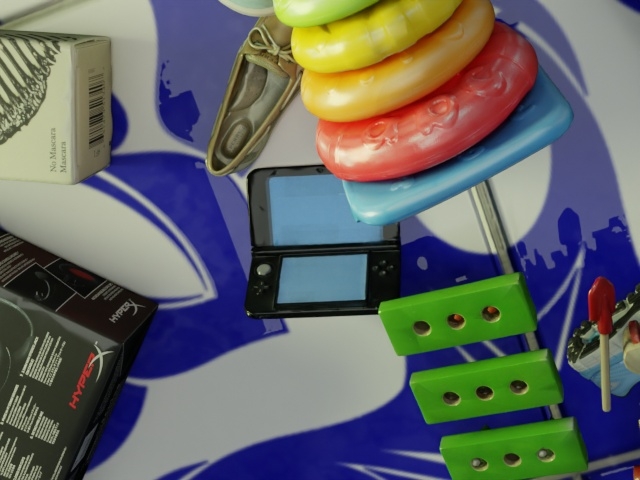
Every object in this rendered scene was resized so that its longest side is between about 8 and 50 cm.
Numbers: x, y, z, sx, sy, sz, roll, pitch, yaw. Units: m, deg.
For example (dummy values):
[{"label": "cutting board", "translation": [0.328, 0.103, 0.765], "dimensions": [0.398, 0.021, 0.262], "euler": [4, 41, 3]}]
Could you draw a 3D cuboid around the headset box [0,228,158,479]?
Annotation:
[{"label": "headset box", "translation": [-0.315, 0.095, 0.842], "dimensions": [0.293, 0.110, 0.218], "euler": [25, 105, 0]}]

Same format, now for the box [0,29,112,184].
[{"label": "box", "translation": [-0.307, -0.112, 0.799], "dimensions": [0.275, 0.094, 0.113], "euler": [3, 105, 5]}]

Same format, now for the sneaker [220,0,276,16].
[{"label": "sneaker", "translation": [-0.083, -0.305, 0.664], "dimensions": [0.127, 0.208, 0.319], "euler": [-14, 99, 7]}]

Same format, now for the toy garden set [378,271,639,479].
[{"label": "toy garden set", "translation": [0.184, 0.119, 0.784], "dimensions": [0.204, 0.049, 0.244], "euler": [-14, 116, 22]}]

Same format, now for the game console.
[{"label": "game console", "translation": [0.000, 0.000, 0.805], "dimensions": [0.122, 0.107, 0.071], "euler": [-3, 131, 8]}]

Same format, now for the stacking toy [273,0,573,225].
[{"label": "stacking toy", "translation": [0.025, -0.173, 0.664], "dimensions": [0.166, 0.175, 0.302], "euler": [-26, 119, 10]}]

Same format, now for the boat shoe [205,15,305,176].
[{"label": "boat shoe", "translation": [-0.046, -0.119, 0.791], "dimensions": [0.056, 0.048, 0.153], "euler": [30, 105, -1]}]

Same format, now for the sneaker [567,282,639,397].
[{"label": "sneaker", "translation": [0.275, 0.065, 0.799], "dimensions": [0.162, 0.063, 0.073], "euler": [-37, 107, 22]}]
